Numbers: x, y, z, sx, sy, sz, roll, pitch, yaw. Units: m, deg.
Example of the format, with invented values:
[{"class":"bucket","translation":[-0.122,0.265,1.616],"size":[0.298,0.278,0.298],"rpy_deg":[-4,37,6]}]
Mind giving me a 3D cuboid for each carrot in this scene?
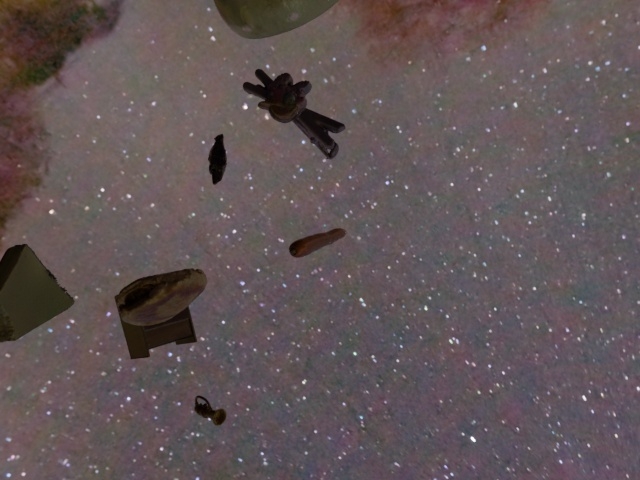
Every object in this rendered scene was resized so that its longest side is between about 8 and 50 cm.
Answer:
[{"class":"carrot","translation":[0.000,0.000,1.237],"size":[0.043,0.043,0.248],"rpy_deg":[-11,-175,32]}]

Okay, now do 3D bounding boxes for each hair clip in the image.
[{"class":"hair clip","translation":[-0.048,-0.311,1.210],"size":[0.137,0.278,0.090],"rpy_deg":[-53,-169,-16]}]

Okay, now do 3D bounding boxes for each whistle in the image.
[{"class":"whistle","translation":[-0.313,0.463,1.392],"size":[0.109,0.057,0.046],"rpy_deg":[9,-129,36]}]

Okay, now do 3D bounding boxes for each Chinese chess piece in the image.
[{"class":"Chinese chess piece","translation":[-0.070,-0.463,0.910],"size":[0.250,0.101,0.250],"rpy_deg":[-15,-138,15]}]

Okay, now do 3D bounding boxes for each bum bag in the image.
[{"class":"bum bag","translation":[-0.407,-0.319,2.016],"size":[0.248,0.069,0.102],"rpy_deg":[-102,-153,-45]}]

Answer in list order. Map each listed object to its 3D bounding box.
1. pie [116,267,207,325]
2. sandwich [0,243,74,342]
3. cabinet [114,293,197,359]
[{"class":"pie","translation":[-0.353,0.131,1.144],"size":[0.205,0.179,0.084],"rpy_deg":[-34,-113,31]},{"class":"sandwich","translation":[-0.729,0.165,1.259],"size":[0.063,0.245,0.212],"rpy_deg":[-4,-133,8]},{"class":"cabinet","translation":[-0.531,0.253,1.640],"size":[0.175,0.215,0.148],"rpy_deg":[-13,175,-44]}]
